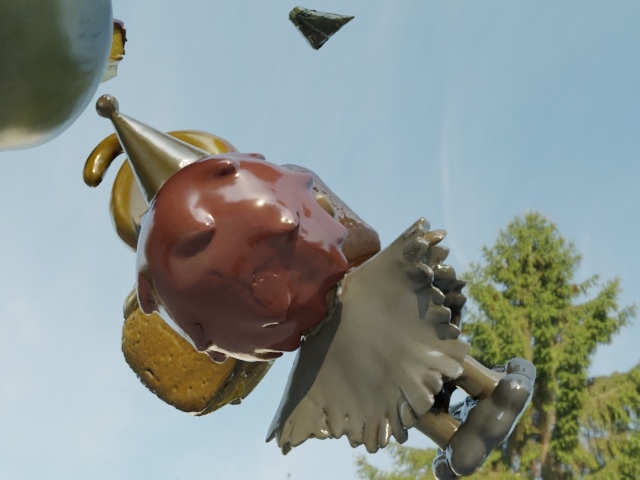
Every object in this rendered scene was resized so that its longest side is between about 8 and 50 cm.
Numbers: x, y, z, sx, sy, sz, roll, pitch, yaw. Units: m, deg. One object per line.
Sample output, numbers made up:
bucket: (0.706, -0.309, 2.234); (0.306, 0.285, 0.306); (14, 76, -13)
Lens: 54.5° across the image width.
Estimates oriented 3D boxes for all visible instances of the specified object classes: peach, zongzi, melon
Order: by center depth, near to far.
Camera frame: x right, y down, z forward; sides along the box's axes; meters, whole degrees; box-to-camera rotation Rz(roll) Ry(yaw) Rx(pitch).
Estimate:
melon: (-0.361, -0.249, 0.690); (0.271, 0.272, 0.308); (30, -36, -5)
peach: (-0.441, -0.363, 1.193); (0.118, 0.151, 0.151); (16, -46, -24)
zongzi: (0.000, -0.492, 1.362); (0.119, 0.055, 0.109); (-36, -48, 15)

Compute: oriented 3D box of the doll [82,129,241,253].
doll: (-0.135, -0.011, 0.746); (0.166, 0.162, 0.270); (-31, -49, -1)

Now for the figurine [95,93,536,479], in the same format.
figurine: (-0.026, 0.032, 0.476); (0.386, 0.166, 0.207); (35, -76, 4)

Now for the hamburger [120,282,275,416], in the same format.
hamburger: (-0.197, 0.138, 1.086); (0.284, 0.174, 0.305); (41, -79, 31)

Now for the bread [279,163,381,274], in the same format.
bread: (0.002, 0.008, 0.924); (0.244, 0.123, 0.190); (50, -18, 31)
